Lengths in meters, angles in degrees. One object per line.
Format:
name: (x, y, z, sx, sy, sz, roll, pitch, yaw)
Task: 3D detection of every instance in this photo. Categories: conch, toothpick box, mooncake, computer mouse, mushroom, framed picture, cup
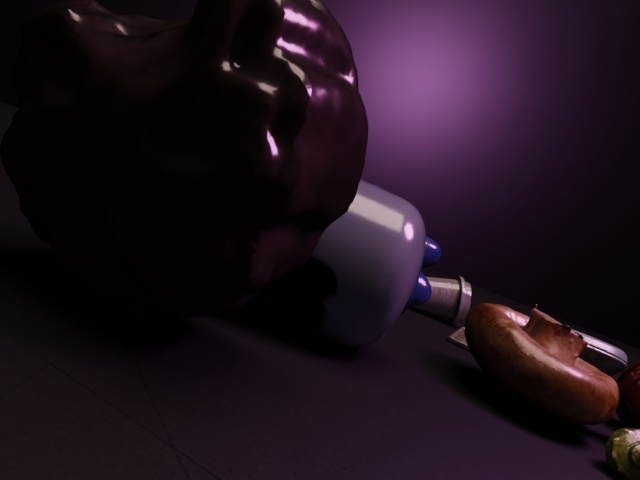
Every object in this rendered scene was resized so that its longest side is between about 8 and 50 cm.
conch: (0.412, 0.285, 0.722, 0.089, 0.074, 0.121, 40, -9, 25)
toothpick box: (0.000, 0.000, 0.814, 0.354, 0.263, 0.263, 23, 6, 1)
mooncake: (-0.150, -0.097, 0.593, 0.381, 0.351, 0.212, -5, 1, 24)
computer mouse: (0.498, 0.241, 1.131, 0.159, 0.097, 0.288, 24, -6, 13)
mushroom: (0.348, 0.193, 0.885, 0.278, 0.146, 0.278, 31, 8, -5)
framed picture: (0.373, 0.238, 1.224, 0.173, 0.010, 0.231, 24, 6, 19)
cup: (0.288, 0.139, 1.385, 0.141, 0.120, 0.120, 10, 6, -4)

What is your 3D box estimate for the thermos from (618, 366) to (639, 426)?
thermos: (0.507, 0.282, 0.775, 0.124, 0.099, 0.232, -15, 25, 10)

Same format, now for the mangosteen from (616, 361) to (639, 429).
mangosteen: (0.584, 0.297, 0.961, 0.156, 0.181, 0.145, 35, -43, -20)
